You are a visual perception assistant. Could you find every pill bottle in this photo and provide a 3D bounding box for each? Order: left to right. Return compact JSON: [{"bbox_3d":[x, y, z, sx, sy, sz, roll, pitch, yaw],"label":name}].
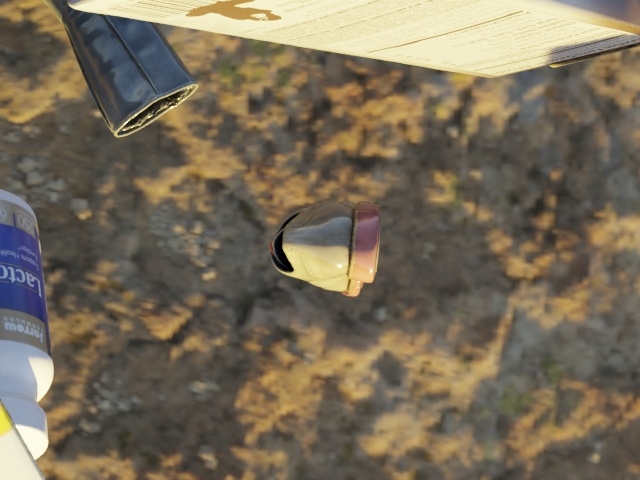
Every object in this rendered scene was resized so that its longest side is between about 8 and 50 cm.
[{"bbox_3d":[-0.350,0.091,1.634,0.153,0.153,0.264,8,56,-34],"label":"pill bottle"}]

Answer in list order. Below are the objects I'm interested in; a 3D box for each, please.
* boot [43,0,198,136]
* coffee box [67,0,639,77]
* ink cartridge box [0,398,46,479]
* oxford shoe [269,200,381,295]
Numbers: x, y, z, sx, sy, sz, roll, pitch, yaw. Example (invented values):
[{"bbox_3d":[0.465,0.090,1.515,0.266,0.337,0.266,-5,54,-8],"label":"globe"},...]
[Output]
[{"bbox_3d":[-0.191,-0.239,1.688,0.190,0.208,0.076,-39,159,11],"label":"boot"},{"bbox_3d":[0.024,-0.148,0.619,0.246,0.098,0.141,1,82,-48],"label":"coffee box"},{"bbox_3d":[-0.186,0.051,0.549,0.127,0.128,0.176,-31,130,-16],"label":"ink cartridge box"},{"bbox_3d":[0.000,0.000,2.061,0.130,0.348,0.123,5,82,-3],"label":"oxford shoe"}]
